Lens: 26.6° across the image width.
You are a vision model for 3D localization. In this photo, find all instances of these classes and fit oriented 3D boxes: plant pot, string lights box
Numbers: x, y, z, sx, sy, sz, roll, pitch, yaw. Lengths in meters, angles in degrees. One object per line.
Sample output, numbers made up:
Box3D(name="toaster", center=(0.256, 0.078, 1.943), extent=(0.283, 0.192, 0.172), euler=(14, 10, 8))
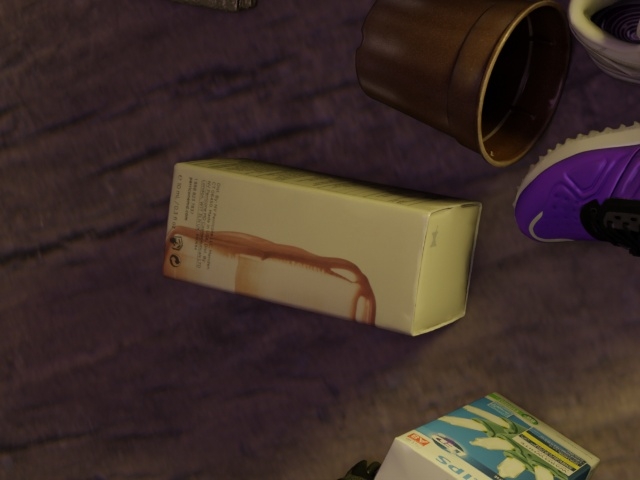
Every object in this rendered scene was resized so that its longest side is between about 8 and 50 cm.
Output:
Box3D(name="plant pot", center=(0.134, -0.175, 1.342), extent=(0.165, 0.167, 0.167), euler=(23, 103, 32))
Box3D(name="string lights box", center=(0.159, 0.229, 1.288), extent=(0.133, 0.259, 0.077), euler=(32, 106, 21))

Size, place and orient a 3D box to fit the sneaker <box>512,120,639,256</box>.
Box3D(name="sneaker", center=(0.305, -0.028, 1.243), extent=(0.293, 0.102, 0.146), euler=(-19, 51, 35))

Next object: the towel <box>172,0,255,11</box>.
Box3D(name="towel", center=(-0.135, -0.319, 1.537), extent=(0.148, 0.027, 0.110), euler=(12, 99, 25))

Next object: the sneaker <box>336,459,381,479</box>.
Box3D(name="sneaker", center=(0.006, 0.309, 1.478), extent=(0.227, 0.130, 0.087), euler=(-35, 81, 53))

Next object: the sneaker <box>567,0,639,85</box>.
Box3D(name="sneaker", center=(0.364, -0.181, 1.210), extent=(0.305, 0.152, 0.114), euler=(7, 85, 31))

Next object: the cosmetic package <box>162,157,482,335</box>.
Box3D(name="cosmetic package", center=(0.000, 0.000, 1.419), extent=(0.296, 0.153, 0.129), euler=(12, 100, 27))
